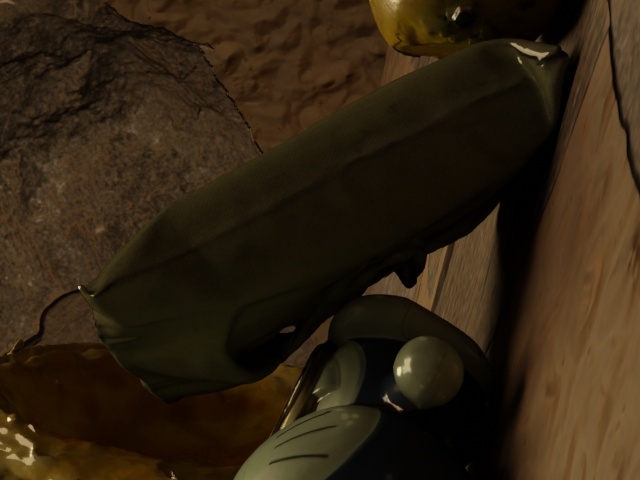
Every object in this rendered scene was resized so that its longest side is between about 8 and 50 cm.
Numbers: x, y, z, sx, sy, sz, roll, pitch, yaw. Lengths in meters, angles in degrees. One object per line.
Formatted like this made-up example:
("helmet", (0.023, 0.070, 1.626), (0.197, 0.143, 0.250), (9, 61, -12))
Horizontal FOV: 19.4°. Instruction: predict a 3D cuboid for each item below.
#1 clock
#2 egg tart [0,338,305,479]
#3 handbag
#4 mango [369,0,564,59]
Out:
("clock", (0.026, 0.140, 1.061), (0.199, 0.146, 0.243), (-57, 7, 31))
("egg tart", (-0.107, 0.182, 1.361), (0.388, 0.388, 0.169), (-86, 0, -78))
("handbag", (0.003, -0.001, 1.180), (0.109, 0.316, 0.253), (57, 168, 12))
("mango", (0.102, -0.191, 1.222), (0.262, 0.130, 0.167), (47, -119, -87))
